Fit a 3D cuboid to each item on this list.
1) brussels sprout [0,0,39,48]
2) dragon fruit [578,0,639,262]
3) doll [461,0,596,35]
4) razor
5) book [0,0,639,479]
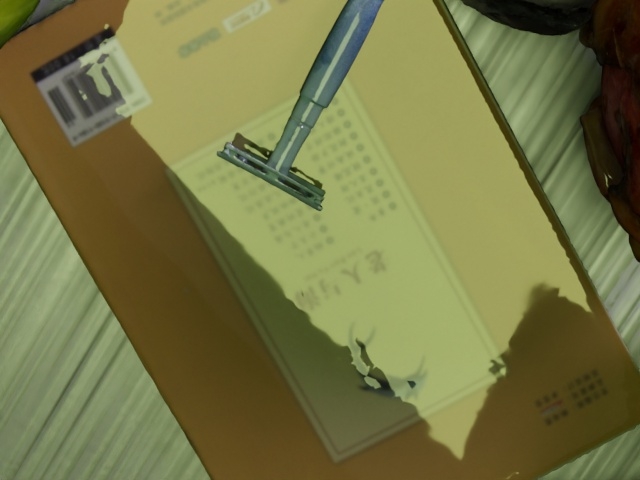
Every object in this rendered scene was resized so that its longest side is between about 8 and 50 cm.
[{"bbox_3d":[-0.253,-0.233,0.619,0.289,0.281,0.354,-41,73,38],"label":"brussels sprout"},{"bbox_3d":[0.246,-0.075,0.606,0.250,0.250,0.315,24,141,-4],"label":"dragon fruit"},{"bbox_3d":[0.134,-0.208,0.710,0.149,0.095,0.192,11,103,1],"label":"doll"},{"bbox_3d":[0.003,-0.091,0.736,0.068,0.040,0.135,28,92,-4],"label":"razor"},{"bbox_3d":[0.000,0.000,0.782,0.269,0.032,0.389,-27,99,7],"label":"book"}]
